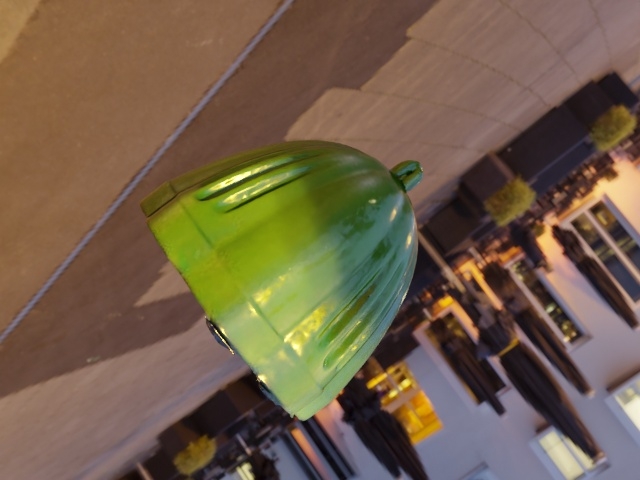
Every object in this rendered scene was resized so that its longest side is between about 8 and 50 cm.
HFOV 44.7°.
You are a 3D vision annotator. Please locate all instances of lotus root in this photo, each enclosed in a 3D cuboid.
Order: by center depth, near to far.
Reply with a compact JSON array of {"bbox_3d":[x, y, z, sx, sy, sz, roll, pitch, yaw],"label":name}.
[{"bbox_3d":[0.000,0.000,0.513,0.186,0.186,0.186,-34,169,-7],"label":"lotus root"}]
